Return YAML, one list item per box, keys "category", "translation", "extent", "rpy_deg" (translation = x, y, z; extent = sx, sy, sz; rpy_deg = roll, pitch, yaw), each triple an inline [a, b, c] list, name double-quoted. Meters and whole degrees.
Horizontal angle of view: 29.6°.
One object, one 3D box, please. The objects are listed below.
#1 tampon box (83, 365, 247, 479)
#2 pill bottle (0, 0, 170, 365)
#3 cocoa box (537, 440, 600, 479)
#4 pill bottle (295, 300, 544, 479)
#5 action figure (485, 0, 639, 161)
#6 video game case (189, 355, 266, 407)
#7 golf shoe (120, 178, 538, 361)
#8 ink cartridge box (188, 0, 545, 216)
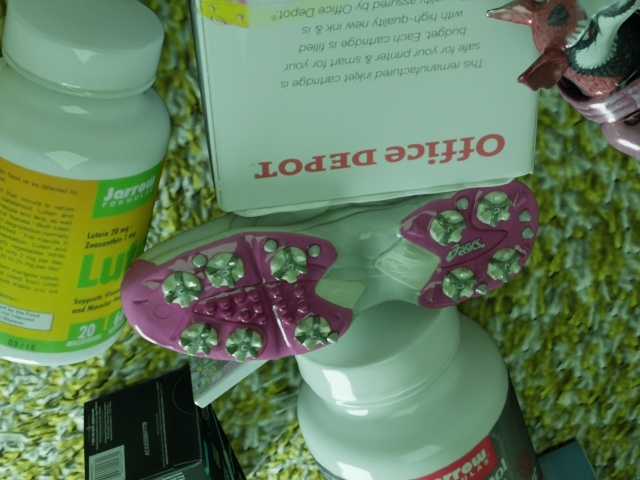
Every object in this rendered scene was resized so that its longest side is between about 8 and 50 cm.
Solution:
- category: "tampon box"
  translation: [-0.126, 0.215, 1.045]
  extent: [0.102, 0.120, 0.161]
  rpy_deg: [-19, 126, 2]
- category: "pill bottle"
  translation: [-0.180, -0.046, 0.839]
  extent: [0.136, 0.136, 0.245]
  rpy_deg: [8, 123, -16]
- category: "cocoa box"
  translation: [0.220, 0.408, 1.108]
  extent: [0.231, 0.347, 0.228]
  rpy_deg: [-25, 125, 7]
- category: "pill bottle"
  translation: [0.084, 0.167, 1.017]
  extent: [0.176, 0.176, 0.318]
  rpy_deg: [-21, 126, 4]
- category: "action figure"
  translation: [0.266, -0.138, 0.789]
  extent: [0.370, 0.276, 0.248]
  rpy_deg: [0, 94, -19]
- category: "video game case"
  translation: [-0.069, 0.064, 0.948]
  extent: [0.087, 0.122, 0.011]
  rpy_deg: [-37, 124, 15]
- category: "golf shoe"
  translation: [0.000, 0.000, 0.892]
  extent: [0.306, 0.140, 0.115]
  rpy_deg: [-12, 125, -14]
- category: "ink cartridge box"
  translation: [0.024, -0.185, 0.784]
  extent: [0.226, 0.131, 0.306]
  rpy_deg: [-6, 127, -7]
